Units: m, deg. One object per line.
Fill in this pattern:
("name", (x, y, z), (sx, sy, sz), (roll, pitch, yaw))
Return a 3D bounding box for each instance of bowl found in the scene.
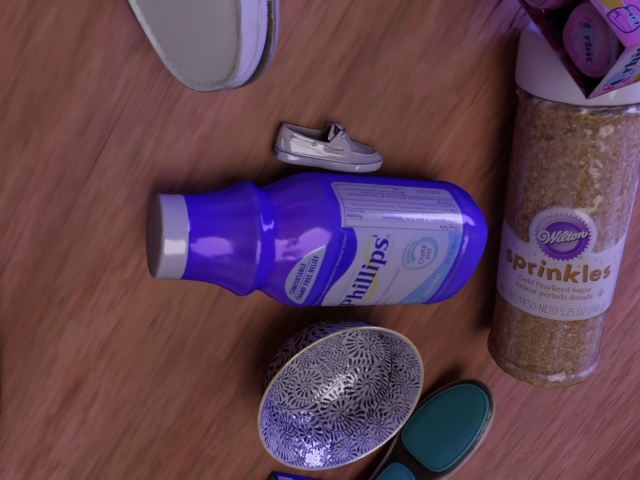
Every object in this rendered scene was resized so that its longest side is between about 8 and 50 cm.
("bowl", (0.008, 0.135, 0.670), (0.170, 0.080, 0.170), (-11, 120, -19))

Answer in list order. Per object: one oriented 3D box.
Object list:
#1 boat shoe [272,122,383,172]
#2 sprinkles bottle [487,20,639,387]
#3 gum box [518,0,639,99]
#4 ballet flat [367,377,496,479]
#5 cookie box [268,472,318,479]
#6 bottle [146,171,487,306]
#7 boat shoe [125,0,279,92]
("boat shoe", (0.010, -0.082, 0.579), (0.100, 0.035, 0.035), (6, 118, -19))
("sprinkles bottle", (0.236, -0.027, 0.657), (0.121, 0.121, 0.355), (-13, 122, -17))
("gum box", (0.205, -0.210, 0.510), (0.107, 0.188, 0.062), (-20, 159, -13))
("ballet flat", (0.119, 0.260, 0.802), (0.086, 0.086, 0.248), (35, 101, -35))
("cookie box", (-0.038, 0.325, 0.780), (0.092, 0.040, 0.107), (23, 106, -33))
("bottle", (0.000, 0.000, 0.579), (0.283, 0.092, 0.118), (2, 133, -25))
("boat shoe", (-0.106, -0.220, 0.384), (0.113, 0.103, 0.302), (-7, 119, 18))
